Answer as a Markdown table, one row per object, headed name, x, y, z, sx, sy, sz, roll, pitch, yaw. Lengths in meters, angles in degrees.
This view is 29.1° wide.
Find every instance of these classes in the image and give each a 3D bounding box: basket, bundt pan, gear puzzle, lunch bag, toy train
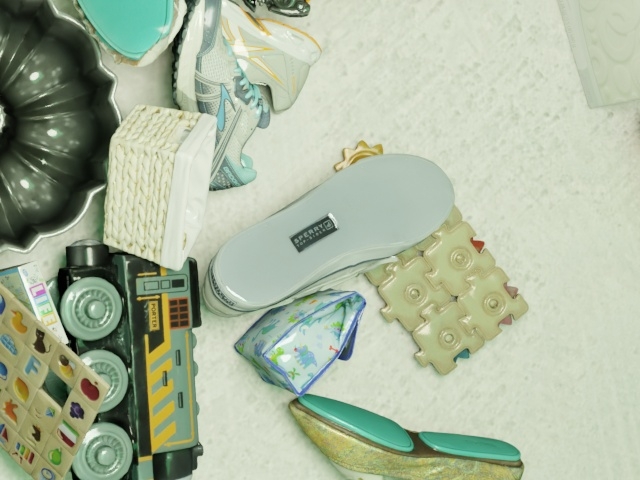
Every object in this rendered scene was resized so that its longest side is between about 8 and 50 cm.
| name | x | y | z | sx | sy | sz | roll | pitch | yaw |
| --- | --- | --- | --- | --- | --- | --- | --- | --- | --- |
| basket | -0.193 | -0.067 | 1.469 | 0.103 | 0.113 | 0.167 | 14 | 124 | 5 |
| bundt pan | -0.408 | -0.142 | 1.467 | 0.331 | 0.124 | 0.330 | 0 | 91 | -19 |
| gear puzzle | 0.125 | 0.013 | 1.695 | 0.175 | 0.044 | 0.339 | -38 | 98 | -6 |
| lunch bag | -0.019 | 0.120 | 1.597 | 0.151 | 0.129 | 0.096 | -46 | 108 | -15 |
| toy train | -0.238 | 0.161 | 1.525 | 0.190 | 0.142 | 0.333 | -5 | 92 | -28 |

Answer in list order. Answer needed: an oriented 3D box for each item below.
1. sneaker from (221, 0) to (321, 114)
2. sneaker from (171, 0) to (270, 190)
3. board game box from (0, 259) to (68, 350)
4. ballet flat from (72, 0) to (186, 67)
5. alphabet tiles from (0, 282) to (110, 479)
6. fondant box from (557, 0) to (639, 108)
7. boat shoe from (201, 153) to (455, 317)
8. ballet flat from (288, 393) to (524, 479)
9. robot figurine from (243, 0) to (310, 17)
| name | x | y | z | sx | sy | sz | roll | pitch | yaw |
| --- | --- | --- | --- | --- | --- | --- | --- | --- | --- |
| sneaker | -0.131 | -0.245 | 1.579 | 0.262 | 0.099 | 0.121 | 20 | 88 | -17 |
| sneaker | -0.123 | -0.188 | 1.527 | 0.122 | 0.110 | 0.283 | 0 | 125 | -8 |
| board game box | -0.362 | 0.083 | 1.467 | 0.026 | 0.154 | 0.103 | -24 | 98 | -37 |
| ballet flat | -0.262 | -0.393 | 1.479 | 0.147 | 0.147 | 0.408 | -22 | 84 | -18 |
| alphabet tiles | -0.363 | 0.161 | 1.445 | 0.237 | 0.198 | 0.009 | 40 | 34 | 15 |
| fondant box | 0.447 | -0.319 | 1.651 | 0.096 | 0.330 | 0.238 | -20 | 96 | -18 |
| boat shoe | 0.003 | 0.008 | 1.595 | 0.367 | 0.156 | 0.135 | -29 | 84 | -28 |
| ballet flat | 0.110 | 0.300 | 1.656 | 0.349 | 0.123 | 0.123 | 16 | 85 | -18 |
| robot figurine | -0.083 | -0.412 | 1.547 | 0.291 | 0.085 | 0.211 | 35 | 87 | -4 |
